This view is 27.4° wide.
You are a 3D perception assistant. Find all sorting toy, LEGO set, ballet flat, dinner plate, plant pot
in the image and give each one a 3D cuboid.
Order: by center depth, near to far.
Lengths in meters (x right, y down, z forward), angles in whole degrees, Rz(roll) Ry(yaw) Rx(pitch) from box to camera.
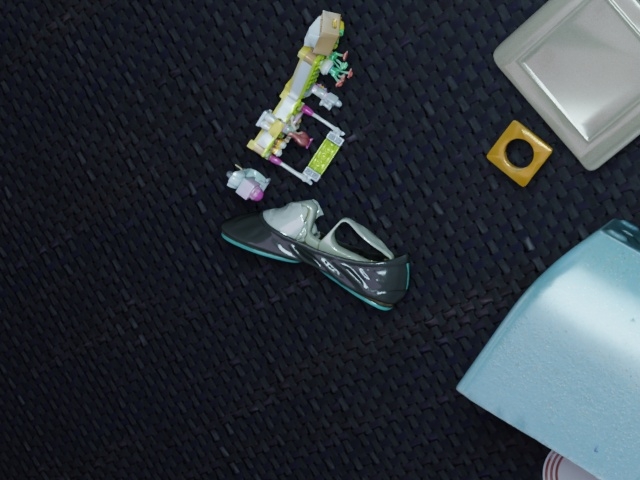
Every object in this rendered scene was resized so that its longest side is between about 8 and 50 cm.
[{"bbox_3d":[0.333,-0.211,1.585,0.348,0.047,0.196,-41,84,28],"label":"sorting toy"},{"bbox_3d":[0.356,0.118,1.601,0.248,0.247,0.252,31,106,14],"label":"plant pot"},{"bbox_3d":[-0.010,-0.171,1.749,0.107,0.132,0.287,34,115,3],"label":"LEGO set"},{"bbox_3d":[0.374,0.331,1.797,0.141,0.017,0.141,10,113,24],"label":"dinner plate"},{"bbox_3d":[0.000,0.000,1.831,0.280,0.095,0.096,23,109,7],"label":"ballet flat"}]
